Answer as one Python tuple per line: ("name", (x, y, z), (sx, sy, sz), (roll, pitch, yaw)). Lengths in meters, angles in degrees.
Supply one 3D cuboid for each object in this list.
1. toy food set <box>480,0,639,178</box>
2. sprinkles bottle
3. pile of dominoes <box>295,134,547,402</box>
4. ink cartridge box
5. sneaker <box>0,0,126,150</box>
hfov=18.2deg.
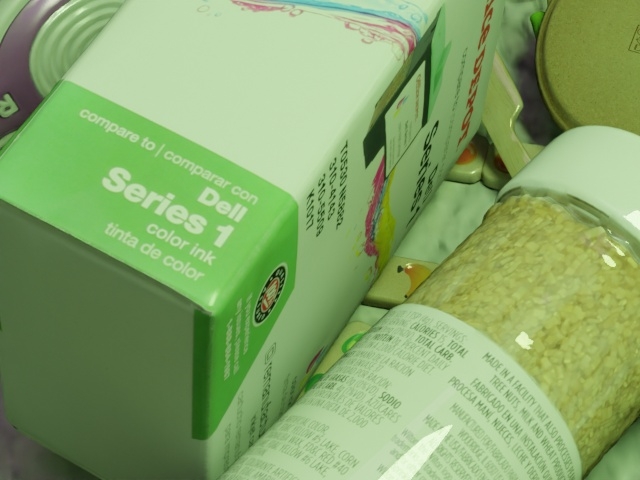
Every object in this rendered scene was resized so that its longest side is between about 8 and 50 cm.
("toy food set", (0.171, -0.100, 1.027), (0.192, 0.038, 0.132), (-28, 68, 14))
("sprinkles bottle", (0.039, 0.100, 0.861), (0.121, 0.121, 0.355), (33, 62, 28))
("pile of dominoes", (0.000, 0.000, 1.006), (0.251, 0.040, 0.196), (9, 52, 13))
("ink cartridge box", (-0.025, -0.041, 0.901), (0.117, 0.201, 0.278), (27, 59, 13))
("sneaker", (-0.234, -0.071, 1.063), (0.305, 0.114, 0.152), (-31, 36, -20))
